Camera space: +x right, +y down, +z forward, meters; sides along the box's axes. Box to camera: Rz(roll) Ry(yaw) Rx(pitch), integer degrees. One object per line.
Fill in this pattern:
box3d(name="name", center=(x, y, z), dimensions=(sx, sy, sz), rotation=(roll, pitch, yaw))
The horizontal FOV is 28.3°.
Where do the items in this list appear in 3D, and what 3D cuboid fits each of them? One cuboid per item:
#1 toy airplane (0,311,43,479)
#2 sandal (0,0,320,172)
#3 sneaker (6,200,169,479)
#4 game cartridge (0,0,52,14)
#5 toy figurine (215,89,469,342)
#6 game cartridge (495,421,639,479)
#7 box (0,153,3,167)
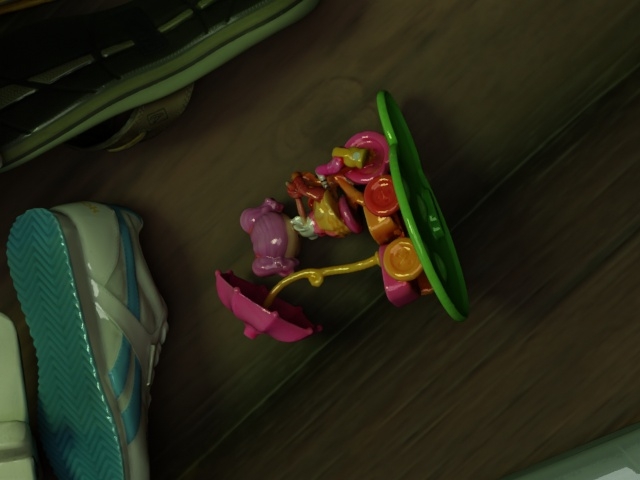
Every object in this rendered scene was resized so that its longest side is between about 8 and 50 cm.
box3d(name="toy airplane", center=(-0.374, 0.173, 0.855), dimensions=(0.384, 0.272, 0.386), rotation=(40, 52, -8))
box3d(name="sandal", center=(-0.131, -0.108, 0.880), dimensions=(0.303, 0.120, 0.086), rotation=(-23, 135, -3))
box3d(name="sneaker", center=(-0.147, 0.085, 0.890), dimensions=(0.087, 0.092, 0.228), rotation=(-3, 97, 39))
box3d(name="game cartridge", center=(-0.227, -0.330, 0.900), dimensions=(0.285, 0.053, 0.323), rotation=(-15, 91, 4))
box3d(name="toy figurine", center=(0.000, 0.000, 0.885), dimensions=(0.159, 0.130, 0.173), rotation=(-21, 71, 14))
box3d(name="game cartridge", center=(0.233, 0.289, 0.911), dimensions=(0.196, 0.060, 0.294), rotation=(-24, 92, 9))
box3d(name="box", center=(-0.387, -0.148, 0.770), dimensions=(0.168, 0.215, 0.345), rotation=(-41, 68, -4))
